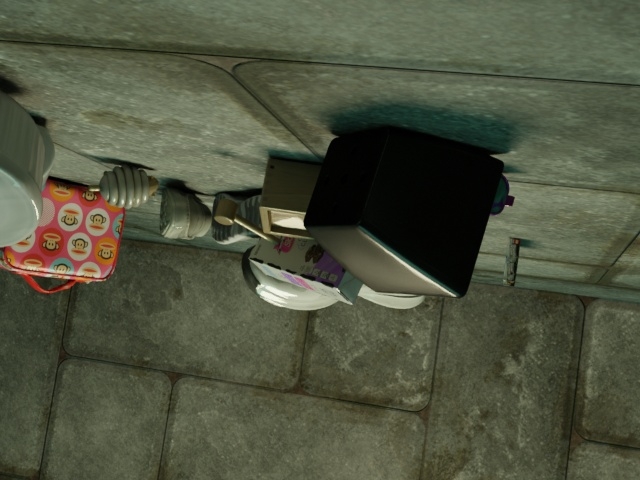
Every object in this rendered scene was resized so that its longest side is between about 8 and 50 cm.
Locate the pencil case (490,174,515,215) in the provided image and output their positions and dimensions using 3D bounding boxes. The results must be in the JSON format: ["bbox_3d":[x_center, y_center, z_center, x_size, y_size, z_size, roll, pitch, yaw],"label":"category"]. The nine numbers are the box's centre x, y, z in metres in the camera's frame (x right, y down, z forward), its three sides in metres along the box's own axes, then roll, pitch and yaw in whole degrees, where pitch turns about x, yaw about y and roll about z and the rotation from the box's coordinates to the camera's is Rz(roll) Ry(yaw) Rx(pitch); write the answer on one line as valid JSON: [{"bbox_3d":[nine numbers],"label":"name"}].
[{"bbox_3d":[0.201,-0.065,1.297,0.070,0.065,0.151,30,164,-29],"label":"pencil case"}]

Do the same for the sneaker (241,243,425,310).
[{"bbox_3d":[0.081,0.019,1.797,0.447,0.169,0.257,3,151,-28],"label":"sneaker"}]

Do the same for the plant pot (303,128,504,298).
[{"bbox_3d":[0.092,-0.046,1.151,0.167,0.188,0.187,27,165,-31],"label":"plant pot"}]

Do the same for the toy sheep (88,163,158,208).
[{"bbox_3d":[-0.366,-0.100,1.677,0.132,0.091,0.091,-9,-178,-23],"label":"toy sheep"}]

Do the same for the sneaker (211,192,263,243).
[{"bbox_3d":[-0.134,-0.040,1.848,0.115,0.105,0.281,5,180,-35],"label":"sneaker"}]

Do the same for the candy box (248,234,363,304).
[{"bbox_3d":[0.000,0.000,1.536,0.196,0.165,0.070,16,162,35],"label":"candy box"}]

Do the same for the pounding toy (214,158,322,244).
[{"bbox_3d":[-0.063,-0.062,1.456,0.205,0.094,0.181,8,162,3],"label":"pounding toy"}]

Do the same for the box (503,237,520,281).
[{"bbox_3d":[0.420,0.049,1.979,0.027,0.094,0.137,7,175,12],"label":"box"}]

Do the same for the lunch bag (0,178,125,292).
[{"bbox_3d":[-0.605,-0.006,2.078,0.293,0.258,0.120,14,172,-43],"label":"lunch bag"}]

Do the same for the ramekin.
[{"bbox_3d":[-0.488,-0.109,1.177,0.272,0.127,0.273,4,151,2],"label":"ramekin"}]

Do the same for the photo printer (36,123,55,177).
[{"bbox_3d":[-0.562,-0.139,1.444,0.255,0.107,0.307,10,175,-18],"label":"photo printer"}]

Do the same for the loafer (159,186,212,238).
[{"bbox_3d":[-0.287,-0.056,1.931,0.111,0.112,0.319,4,-177,-9],"label":"loafer"}]
